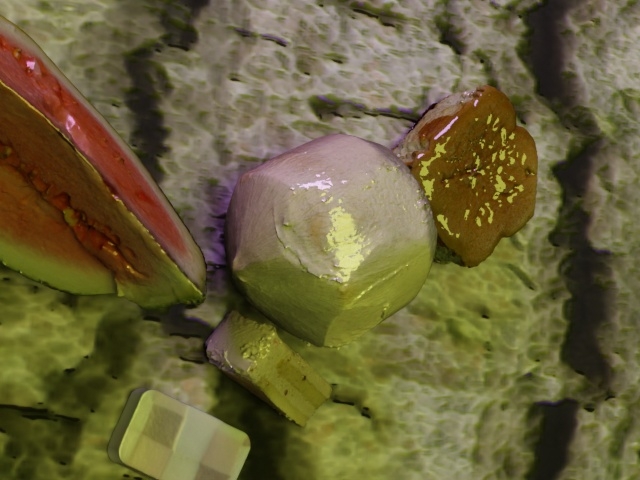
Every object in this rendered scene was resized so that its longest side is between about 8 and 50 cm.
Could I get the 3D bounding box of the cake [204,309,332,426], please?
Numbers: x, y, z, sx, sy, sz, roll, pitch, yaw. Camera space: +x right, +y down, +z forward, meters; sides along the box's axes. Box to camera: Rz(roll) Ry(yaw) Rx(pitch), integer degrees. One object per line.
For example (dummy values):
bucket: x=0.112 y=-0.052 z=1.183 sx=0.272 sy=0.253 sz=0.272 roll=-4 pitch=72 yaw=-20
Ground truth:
cake: x=-0.032 y=0.112 z=1.139 sx=0.121 sy=0.065 sz=0.052 roll=41 pitch=72 yaw=-30

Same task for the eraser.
eraser: x=-0.111 y=0.163 z=1.107 sx=0.105 sy=0.026 sz=0.065 roll=32 pitch=71 yaw=-25

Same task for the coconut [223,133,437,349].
coconut: x=0.001 y=0.003 z=1.104 sx=0.162 sy=0.161 sz=0.161 roll=-33 pitch=104 yaw=-27

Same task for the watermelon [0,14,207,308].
watermelon: x=-0.224 y=-0.055 z=0.997 sx=0.128 sy=0.159 sz=0.303 roll=-41 pitch=111 yaw=7

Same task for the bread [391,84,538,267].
bread: x=0.127 y=-0.054 z=1.227 sx=0.140 sy=0.069 sz=0.128 roll=-47 pitch=112 yaw=-21
